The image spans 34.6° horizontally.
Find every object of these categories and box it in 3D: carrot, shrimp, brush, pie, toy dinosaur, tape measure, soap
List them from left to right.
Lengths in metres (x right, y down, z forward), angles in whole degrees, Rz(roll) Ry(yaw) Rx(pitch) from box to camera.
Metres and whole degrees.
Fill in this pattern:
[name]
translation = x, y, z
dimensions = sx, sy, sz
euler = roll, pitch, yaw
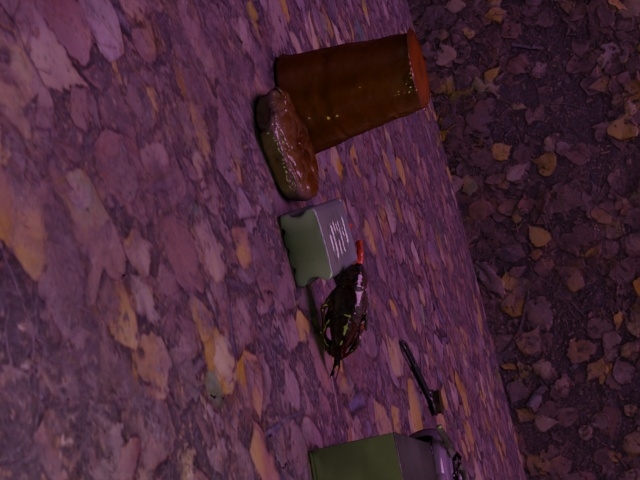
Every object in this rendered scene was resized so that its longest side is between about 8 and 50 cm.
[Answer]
[pie]
translation = -0.052, -0.159, 1.687
dimensions = 0.195, 0.046, 0.195
euler = -14, 90, -74
[soap]
translation = 0.000, 0.000, 1.679
dimensions = 0.198, 0.067, 0.119
euler = -26, 103, -75
[shrimp]
translation = 0.038, 0.129, 1.643
dimensions = 0.073, 0.075, 0.190
euler = 23, 74, -79
[toy dinosaur]
translation = 0.049, 0.044, 1.851
dimensions = 0.101, 0.055, 0.279
euler = -72, 147, -48
[carrot]
translation = 0.064, -0.272, 1.827
dimensions = 0.196, 0.254, 0.196
euler = -13, 90, -71
[brush]
translation = 0.230, 0.306, 2.299
dimensions = 0.062, 0.027, 0.266
euler = -91, 160, -44
[tape measure]
translation = 0.227, 0.452, 1.996
dimensions = 0.196, 0.105, 0.178
euler = 41, 36, -63

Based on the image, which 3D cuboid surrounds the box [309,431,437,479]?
[box]
translation = 0.085, 0.347, 1.522
dimensions = 0.225, 0.130, 0.086
euler = 37, 40, -67
